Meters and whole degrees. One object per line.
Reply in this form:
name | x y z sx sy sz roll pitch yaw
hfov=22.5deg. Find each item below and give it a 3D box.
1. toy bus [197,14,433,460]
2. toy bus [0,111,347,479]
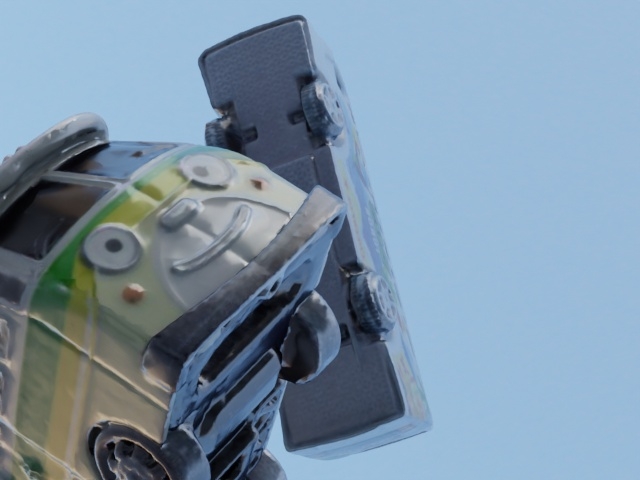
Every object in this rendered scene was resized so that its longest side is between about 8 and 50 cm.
toy bus | 0.000 0.000 1.230 0.109 0.136 0.329 -20 -110 18
toy bus | -0.109 0.078 0.841 0.179 0.143 0.305 33 -42 15
